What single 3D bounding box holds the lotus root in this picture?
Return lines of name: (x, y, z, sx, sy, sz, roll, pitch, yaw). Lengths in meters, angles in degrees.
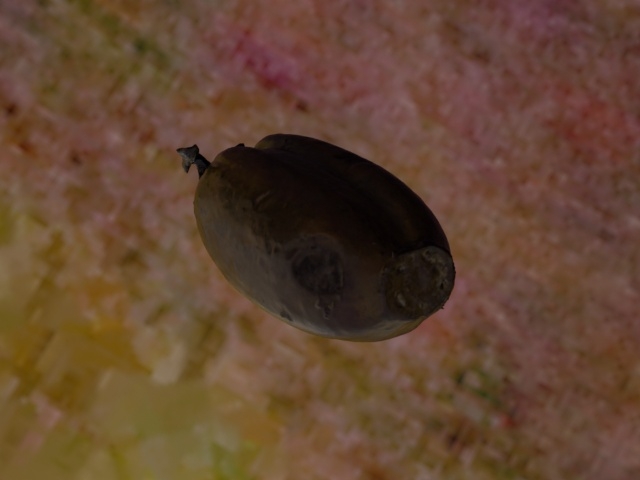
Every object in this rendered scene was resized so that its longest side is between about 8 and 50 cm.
lotus root: (0.000, 0.000, 1.344, 0.241, 0.124, 0.123, 34, 139, 48)
